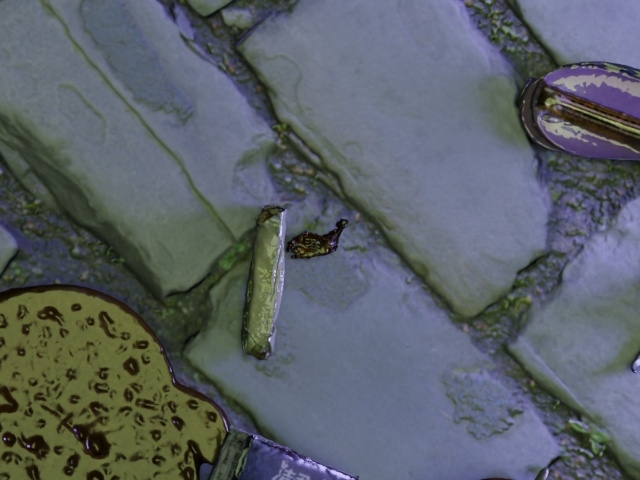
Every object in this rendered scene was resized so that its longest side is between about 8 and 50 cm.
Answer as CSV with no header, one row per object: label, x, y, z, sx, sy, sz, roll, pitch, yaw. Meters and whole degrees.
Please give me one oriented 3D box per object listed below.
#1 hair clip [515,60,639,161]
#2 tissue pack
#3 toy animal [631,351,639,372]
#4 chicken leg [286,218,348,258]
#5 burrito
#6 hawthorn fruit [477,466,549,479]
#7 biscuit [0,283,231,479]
hair clip,0.418,-0.134,1.839,0.359,0.095,0.110,21,118,3
tissue pack,-0.071,0.347,1.691,0.173,0.073,0.235,27,81,-34
toy animal,0.475,0.089,1.807,0.155,0.095,0.219,32,83,0
chicken leg,-0.001,0.002,1.786,0.083,0.021,0.036,-20,79,-10
burrito,-0.065,0.049,1.764,0.045,0.041,0.185,7,86,10
hawthorn fruit,0.195,0.357,1.709,0.199,0.199,0.251,37,62,-3
biscuit,-0.275,0.243,1.704,0.350,0.070,0.394,-6,86,-11
